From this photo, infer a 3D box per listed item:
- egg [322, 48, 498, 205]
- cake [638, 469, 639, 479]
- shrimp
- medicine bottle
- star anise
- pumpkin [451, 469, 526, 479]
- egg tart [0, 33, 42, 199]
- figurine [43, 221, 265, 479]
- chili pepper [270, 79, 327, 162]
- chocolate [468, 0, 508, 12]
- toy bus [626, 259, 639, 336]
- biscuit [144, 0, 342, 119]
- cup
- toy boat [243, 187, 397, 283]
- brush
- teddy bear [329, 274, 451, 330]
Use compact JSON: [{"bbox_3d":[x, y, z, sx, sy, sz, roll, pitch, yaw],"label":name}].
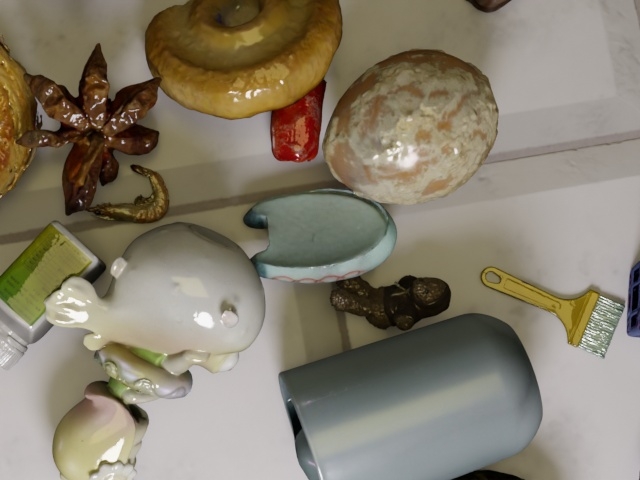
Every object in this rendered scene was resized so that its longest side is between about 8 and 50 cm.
[{"bbox_3d":[0.120,-0.149,1.873,0.245,0.203,0.203,-24,87,-7],"label":"egg"},{"bbox_3d":[0.542,0.336,1.879,0.178,0.185,0.208,36,58,-37],"label":"cake"},{"bbox_3d":[-0.264,-0.063,1.920,0.114,0.023,0.083,-2,81,-10],"label":"shrimp"},{"bbox_3d":[-0.375,0.072,1.841,0.088,0.132,0.188,42,83,0],"label":"medicine bottle"},{"bbox_3d":[-0.294,-0.149,1.858,0.196,0.111,0.212,-21,105,-29],"label":"star anise"},{"bbox_3d":[0.217,0.409,1.845,0.223,0.157,0.224,4,69,-10],"label":"pumpkin"},{"bbox_3d":[-0.516,-0.161,1.864,0.297,0.132,0.297,2,83,-19],"label":"egg tart"},{"bbox_3d":[-0.250,0.154,1.815,0.274,0.226,0.394,25,98,-30],"label":"figurine"},{"bbox_3d":[-0.030,-0.165,1.927,0.073,0.070,0.123,10,81,-33],"label":"chili pepper"},{"bbox_3d":[0.276,-0.426,1.965,0.214,0.093,0.148,-32,86,-7],"label":"chocolate"},{"bbox_3d":[0.571,0.092,1.918,0.292,0.133,0.125,6,78,-2],"label":"toy bus"},{"bbox_3d":[-0.092,-0.270,1.896,0.274,0.091,0.213,-28,57,-11],"label":"biscuit"},{"bbox_3d":[0.118,0.223,1.834,0.312,0.205,0.205,-18,86,-8],"label":"cup"},{"bbox_3d":[0.000,0.000,1.907,0.207,0.079,0.134,-7,56,0],"label":"toy boat"},{"bbox_3d":[0.317,0.086,1.958,0.205,0.011,0.083,24,84,-1],"label":"brush"},{"bbox_3d":[0.095,0.086,1.902,0.160,0.119,0.078,3,119,10],"label":"teddy bear"}]
